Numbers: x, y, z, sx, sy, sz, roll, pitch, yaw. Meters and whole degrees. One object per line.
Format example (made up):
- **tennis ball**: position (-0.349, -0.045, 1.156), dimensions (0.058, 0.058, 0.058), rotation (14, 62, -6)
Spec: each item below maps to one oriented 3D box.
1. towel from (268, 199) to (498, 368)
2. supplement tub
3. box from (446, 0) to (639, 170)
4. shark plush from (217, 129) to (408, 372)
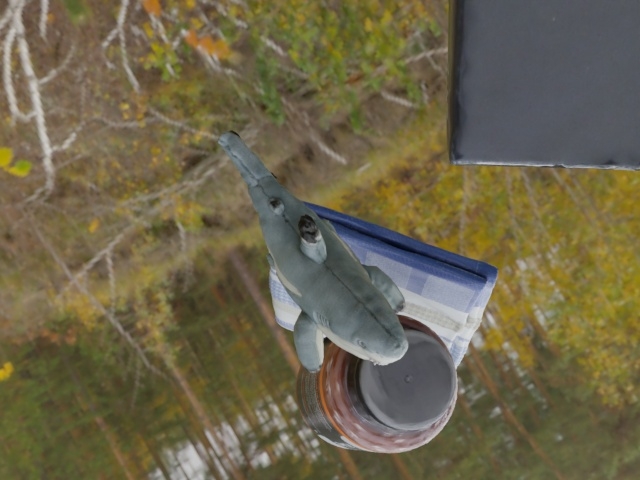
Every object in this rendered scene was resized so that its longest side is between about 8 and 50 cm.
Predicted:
- **towel**: position (0.049, 0.055, 0.899), dimensions (0.285, 0.209, 0.034), rotation (92, 19, -64)
- **supplement tub**: position (0.044, 0.114, 0.739), dimensions (0.106, 0.106, 0.198), rotation (-30, 175, -14)
- **box**: position (0.247, -0.346, 0.676), dimensions (0.297, 0.472, 0.480), rotation (1, -156, 9)
- **shark plush**: position (0.000, 0.000, 0.541), dimensions (0.073, 0.161, 0.067), rotation (-22, 171, -8)
